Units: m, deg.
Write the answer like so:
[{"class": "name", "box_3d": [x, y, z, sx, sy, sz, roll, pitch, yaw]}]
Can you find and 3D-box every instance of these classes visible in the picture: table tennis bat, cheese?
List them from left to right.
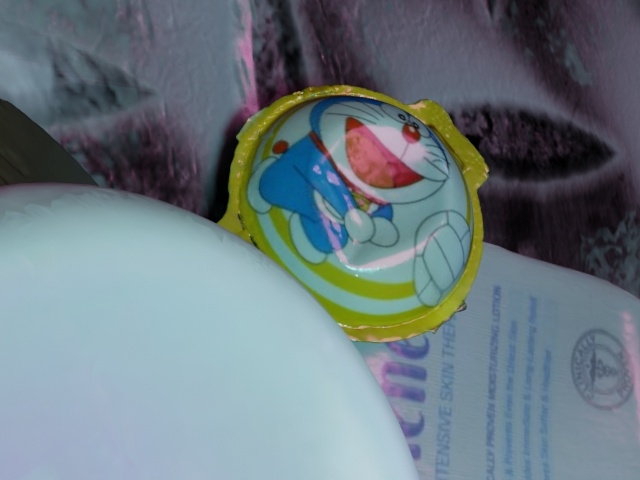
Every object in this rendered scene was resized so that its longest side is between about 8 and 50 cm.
[{"class": "table tennis bat", "box_3d": [-0.173, -0.045, 0.649, 0.234, 0.022, 0.131, 45, 20, -29]}, {"class": "cheese", "box_3d": [0.000, 0.000, 0.793, 0.270, 0.069, 0.177, -36, 86, -29]}]

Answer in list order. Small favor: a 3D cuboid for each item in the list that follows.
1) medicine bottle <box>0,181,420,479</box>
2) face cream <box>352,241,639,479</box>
[{"class": "medicine bottle", "box_3d": [-0.148, 0.132, 0.447, 0.256, 0.325, 0.256, 14, 68, -40]}, {"class": "face cream", "box_3d": [0.148, 0.118, 0.911, 0.420, 0.137, 0.234, 15, 69, -29]}]
